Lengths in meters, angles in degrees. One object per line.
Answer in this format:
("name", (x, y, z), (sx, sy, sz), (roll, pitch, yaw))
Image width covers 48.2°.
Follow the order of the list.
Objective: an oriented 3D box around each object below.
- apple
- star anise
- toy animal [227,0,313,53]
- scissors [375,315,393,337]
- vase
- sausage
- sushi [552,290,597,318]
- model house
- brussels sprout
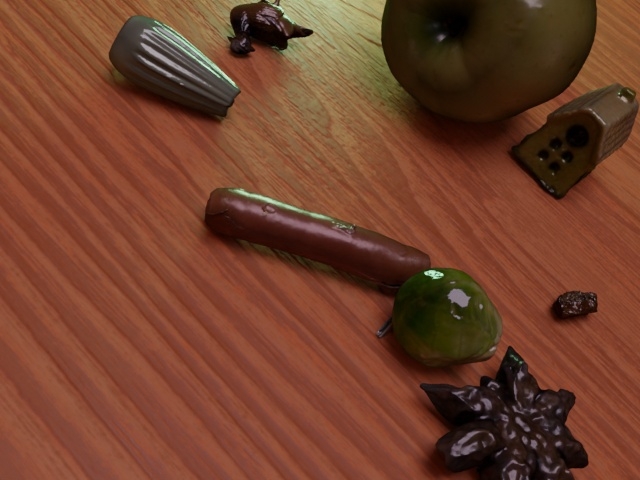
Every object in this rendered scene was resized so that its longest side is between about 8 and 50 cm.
("apple", (0.372, -0.479, 1.567), (0.474, 0.473, 0.473), (11, 52, -15))
("star anise", (0.306, 0.300, 1.159), (0.315, 0.108, 0.315), (11, 55, -16))
("toy animal", (-0.112, -0.466, 1.586), (0.188, 0.089, 0.179), (19, 63, -8))
("scissors", (0.141, 0.132, 1.268), (0.119, 0.058, 0.014), (-40, 38, -25))
("vase", (-0.276, -0.328, 1.387), (0.248, 0.128, 0.128), (30, 49, -11))
("sausage", (0.000, 0.000, 1.268), (0.419, 0.094, 0.094), (19, 71, -9))
("sushi", (0.504, 0.124, 1.414), (0.120, 0.052, 0.055), (-6, 73, -24))
("model house", (0.584, -0.248, 1.606), (0.193, 0.234, 0.175), (-30, 71, -39))
("brussels sprout", (0.213, 0.129, 1.206), (0.181, 0.144, 0.161), (8, 60, -7))
